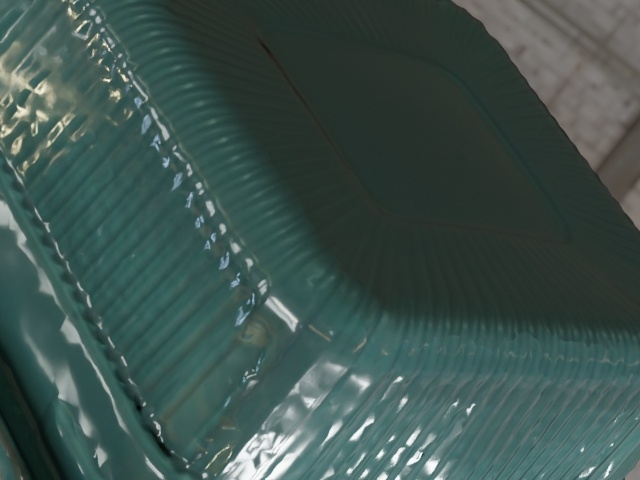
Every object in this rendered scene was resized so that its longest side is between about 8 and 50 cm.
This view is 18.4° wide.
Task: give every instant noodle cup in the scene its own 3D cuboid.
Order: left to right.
[{"bbox_3d":[0.000,0.000,0.409,0.179,0.070,0.157,5,-135,-48],"label":"instant noodle cup"}]
